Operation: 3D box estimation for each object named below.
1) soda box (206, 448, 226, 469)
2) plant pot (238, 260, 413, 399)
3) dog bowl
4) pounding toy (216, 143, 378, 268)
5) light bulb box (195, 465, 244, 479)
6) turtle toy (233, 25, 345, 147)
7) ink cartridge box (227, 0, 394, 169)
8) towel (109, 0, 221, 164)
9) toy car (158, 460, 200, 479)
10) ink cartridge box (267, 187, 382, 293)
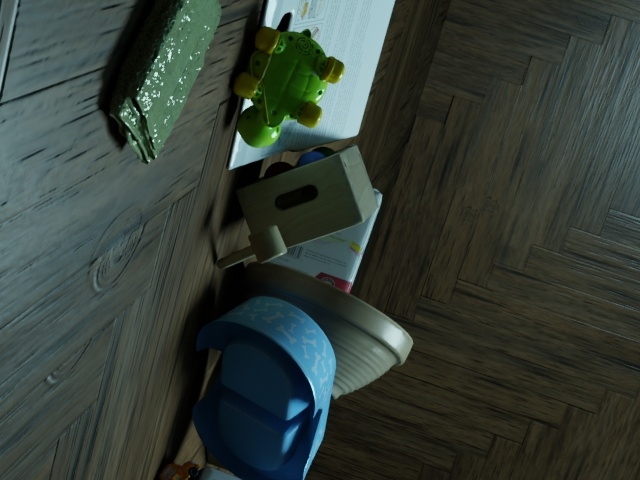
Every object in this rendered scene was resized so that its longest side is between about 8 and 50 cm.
[{"bbox_3d":[-0.128,0.275,1.772,0.181,0.058,0.061,94,16,-62],"label":"soda box"},{"bbox_3d":[-0.011,0.128,1.576,0.237,0.237,0.109,86,29,-73],"label":"plant pot"},{"bbox_3d":[-0.065,0.185,1.495,0.074,0.166,0.297,-47,156,-40],"label":"dog bowl"},{"bbox_3d":[-0.046,-0.038,1.391,0.206,0.181,0.094,-41,112,-76],"label":"pounding toy"},{"bbox_3d":[-0.064,0.521,1.560,0.225,0.358,0.361,129,-17,-71],"label":"light bulb box"},{"bbox_3d":[-0.041,-0.151,1.227,0.130,0.095,0.066,-63,-163,9],"label":"turtle toy"},{"bbox_3d":[-0.014,-0.226,1.340,0.239,0.060,0.275,-20,133,-49],"label":"ink cartridge box"},{"bbox_3d":[-0.113,-0.137,0.910,0.110,0.027,0.148,85,26,-71],"label":"towel"},{"bbox_3d":[-0.177,0.280,1.460,0.060,0.040,0.122,-49,174,-4],"label":"toy car"},{"bbox_3d":[0.000,0.000,1.741,0.072,0.128,0.175,85,25,-76],"label":"ink cartridge box"}]
